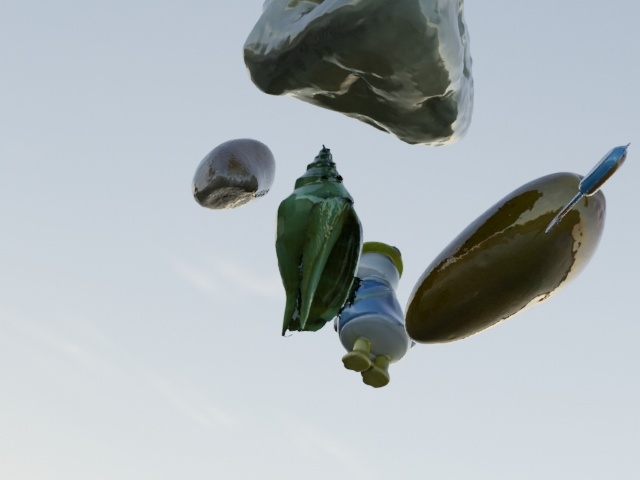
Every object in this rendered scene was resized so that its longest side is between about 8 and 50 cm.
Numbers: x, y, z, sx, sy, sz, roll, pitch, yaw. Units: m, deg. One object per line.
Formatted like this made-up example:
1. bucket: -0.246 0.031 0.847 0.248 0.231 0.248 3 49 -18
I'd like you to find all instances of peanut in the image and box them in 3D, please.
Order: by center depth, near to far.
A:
1. peanut: -0.094 -0.069 1.625 0.076 0.076 0.152 27 20 6

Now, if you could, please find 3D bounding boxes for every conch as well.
1. conch: -0.002 -0.002 1.618 0.095 0.201 0.079 -4 1 -4

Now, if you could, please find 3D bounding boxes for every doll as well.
1. doll: 0.070 0.084 2.027 0.135 0.241 0.099 11 -54 -11

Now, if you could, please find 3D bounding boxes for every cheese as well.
1. cheese: 0.239 -0.048 1.374 0.017 0.111 0.047 43 20 3
2. cheese: 0.084 -0.214 1.559 0.251 0.174 0.248 28 -29 -15

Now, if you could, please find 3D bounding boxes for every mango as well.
1. mango: 0.194 0.026 1.611 0.113 0.253 0.138 52 1 20
